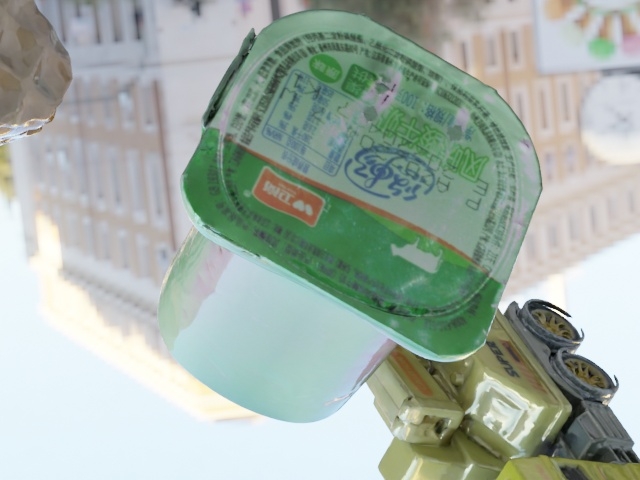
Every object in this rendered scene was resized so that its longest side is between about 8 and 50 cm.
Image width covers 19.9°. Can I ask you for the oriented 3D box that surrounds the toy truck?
[{"bbox_3d":[0.117,0.142,1.149,0.157,0.124,0.272,11,-149,-31],"label":"toy truck"}]

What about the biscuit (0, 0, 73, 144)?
[{"bbox_3d":[-0.201,-0.034,0.379,0.054,0.094,0.379,-14,-178,43],"label":"biscuit"}]

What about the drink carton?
[{"bbox_3d":[0.000,0.000,0.822,0.146,0.144,0.142,28,144,-5],"label":"drink carton"}]
